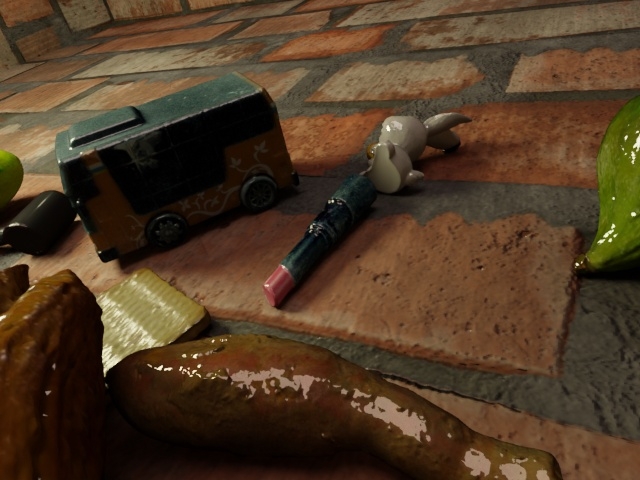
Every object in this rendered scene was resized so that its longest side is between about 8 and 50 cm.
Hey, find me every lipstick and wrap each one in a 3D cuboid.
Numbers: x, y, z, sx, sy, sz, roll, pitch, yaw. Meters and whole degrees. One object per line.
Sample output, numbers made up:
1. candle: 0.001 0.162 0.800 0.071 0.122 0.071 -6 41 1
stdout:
1. lipstick: 0.000 0.000 0.645 0.053 0.053 0.234 12 47 32

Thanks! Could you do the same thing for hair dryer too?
1. hair dryer: -0.549 -0.012 0.849 0.248 0.070 0.114 -13 35 17

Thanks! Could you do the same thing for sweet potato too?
1. sweet potato: -0.009 0.139 0.404 0.385 0.109 0.109 5 39 17

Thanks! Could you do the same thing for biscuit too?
1. biscuit: -0.266 0.134 0.559 0.172 0.029 0.254 23 49 41

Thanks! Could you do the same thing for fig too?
1. fig: 0.370 -0.040 0.501 0.235 0.203 0.203 -58 41 6

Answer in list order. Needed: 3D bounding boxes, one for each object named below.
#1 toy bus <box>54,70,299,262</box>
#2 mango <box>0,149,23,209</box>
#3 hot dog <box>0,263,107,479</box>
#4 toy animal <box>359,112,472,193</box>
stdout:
1. toy bus: -0.219 -0.120 0.753 0.324 0.194 0.162 -24 37 -15
2. mango: -0.700 -0.078 0.906 0.185 0.149 0.273 -6 24 38
3. hot dog: -0.259 0.167 0.342 0.267 0.174 0.387 -34 43 4
4. toy animal: 0.140 -0.144 0.774 0.127 0.131 0.181 33 57 7
